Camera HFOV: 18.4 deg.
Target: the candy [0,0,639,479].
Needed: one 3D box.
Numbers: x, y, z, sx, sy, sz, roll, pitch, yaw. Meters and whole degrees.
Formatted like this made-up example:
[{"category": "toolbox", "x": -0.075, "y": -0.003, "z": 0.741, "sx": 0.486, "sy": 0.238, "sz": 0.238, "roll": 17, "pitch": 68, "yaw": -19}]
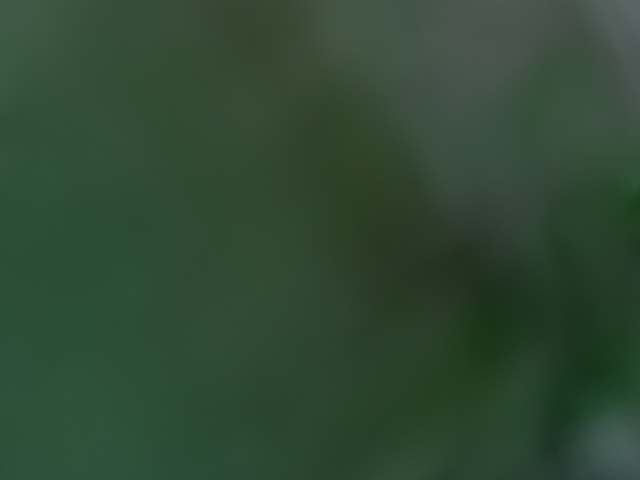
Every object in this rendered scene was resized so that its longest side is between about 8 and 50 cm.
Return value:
[{"category": "candy", "x": -0.095, "y": 0.031, "z": 0.430, "sx": 0.386, "sy": 0.427, "sz": 0.186, "roll": 42, "pitch": 15, "yaw": -33}]
